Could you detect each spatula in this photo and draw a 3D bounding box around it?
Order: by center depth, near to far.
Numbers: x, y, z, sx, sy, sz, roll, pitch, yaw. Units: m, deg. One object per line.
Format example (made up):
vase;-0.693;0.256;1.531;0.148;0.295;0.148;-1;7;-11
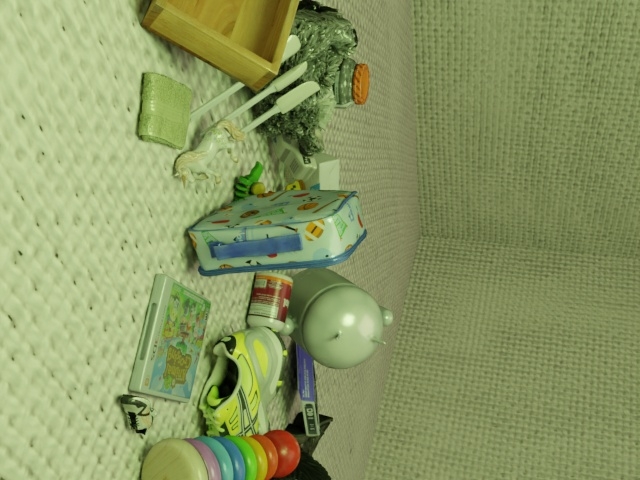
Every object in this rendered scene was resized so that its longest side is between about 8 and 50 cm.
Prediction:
spatula;-0.122;-0.246;1.330;0.019;0.242;0.168;57;0;24

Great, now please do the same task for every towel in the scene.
towel;-0.239;-0.202;1.195;0.148;0.027;0.110;2;94;-75

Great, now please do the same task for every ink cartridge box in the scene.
ink cartridge box;-0.033;-0.163;1.814;0.061;0.181;0.104;-17;119;-32
ink cartridge box;-0.035;0.387;2.079;0.206;0.045;0.208;-95;178;-49

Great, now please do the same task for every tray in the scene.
tray;-0.121;-0.462;1.213;0.076;0.202;0.411;-25;-135;53

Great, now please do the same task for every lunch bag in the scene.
lunch bag;-0.080;-0.011;1.378;0.243;0.303;0.115;-50;131;-66

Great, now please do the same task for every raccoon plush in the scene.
raccoon plush;-0.126;-0.297;1.445;0.446;0.216;0.299;-14;130;-42

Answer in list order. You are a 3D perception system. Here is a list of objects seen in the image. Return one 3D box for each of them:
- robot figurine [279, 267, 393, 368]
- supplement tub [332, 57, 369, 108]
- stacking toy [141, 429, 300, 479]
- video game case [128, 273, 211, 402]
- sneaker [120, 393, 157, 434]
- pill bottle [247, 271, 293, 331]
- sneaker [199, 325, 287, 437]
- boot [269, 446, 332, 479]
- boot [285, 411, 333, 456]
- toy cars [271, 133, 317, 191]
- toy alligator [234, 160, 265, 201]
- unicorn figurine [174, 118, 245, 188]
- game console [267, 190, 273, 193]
robot figurine;0.021;0.184;1.835;0.353;0.299;0.200;-152;-121;-63
supplement tub;0.010;-0.362;1.743;0.117;0.190;0.117;7;90;-75
stacking toy;-0.156;0.407;1.371;0.330;0.141;0.141;8;89;-55
video game case;-0.253;0.175;1.319;0.212;0.023;0.194;53;46;-69
sneaker;-0.287;0.274;1.203;0.109;0.040;0.044;73;30;-56
pill bottle;-0.116;0.151;1.705;0.086;0.086;0.152;51;48;-70
sneaker;-0.183;0.358;1.522;0.147;0.145;0.385;7;92;-46
boot;-0.091;0.576;1.608;0.348;0.131;0.260;-163;-93;-71
boot;-0.051;0.624;2.181;0.263;0.091;0.229;-11;108;-64
toy cars;-0.073;-0.130;1.720;0.176;0.087;0.394;-135;-141;-57
toy alligator;-0.152;-0.070;1.552;0.051;0.056;0.190;-6;119;-32
unicorn figurine;-0.197;-0.141;1.314;0.162;0.060;0.111;-67;152;-15
game console;-0.128;-0.028;1.597;0.085;0.124;0.144;13;84;-45
